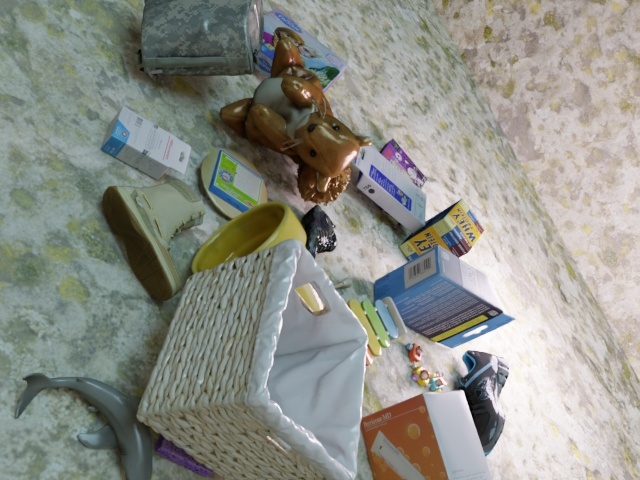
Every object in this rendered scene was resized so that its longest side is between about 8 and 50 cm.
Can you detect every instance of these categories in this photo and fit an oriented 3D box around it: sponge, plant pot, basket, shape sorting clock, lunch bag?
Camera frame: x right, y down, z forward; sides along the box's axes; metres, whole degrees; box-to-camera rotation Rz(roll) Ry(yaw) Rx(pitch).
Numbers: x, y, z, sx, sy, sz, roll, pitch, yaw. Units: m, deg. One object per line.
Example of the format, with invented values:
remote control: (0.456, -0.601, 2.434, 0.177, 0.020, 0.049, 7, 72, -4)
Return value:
sponge: (-0.232, 0.333, 1.144, 0.117, 0.031, 0.210, 38, 39, -23)
plant pot: (-0.117, 0.081, 1.311, 0.239, 0.254, 0.254, 57, 34, -25)
basket: (-0.099, 0.232, 1.077, 0.328, 0.266, 0.331, 55, 33, -38)
shape sorting clock: (-0.220, -0.141, 1.513, 0.206, 0.040, 0.206, 31, 44, -34)
lunch bag: (-0.302, -0.530, 1.509, 0.305, 0.213, 0.256, 0, 52, 1)

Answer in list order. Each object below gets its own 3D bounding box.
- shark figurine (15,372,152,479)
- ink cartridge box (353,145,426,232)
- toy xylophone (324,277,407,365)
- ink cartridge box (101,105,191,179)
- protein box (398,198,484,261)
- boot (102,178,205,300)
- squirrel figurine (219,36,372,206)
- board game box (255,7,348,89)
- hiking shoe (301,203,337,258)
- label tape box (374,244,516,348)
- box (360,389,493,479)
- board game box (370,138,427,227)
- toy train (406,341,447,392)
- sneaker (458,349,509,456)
shark figurine: (-0.353, 0.276, 0.991, 0.278, 0.116, 0.166, 46, 36, -15)
ink cartridge box: (0.215, -0.182, 1.933, 0.332, 0.065, 0.165, 39, 40, -22)
toy xylophone: (0.083, 0.210, 1.543, 0.322, 0.081, 0.236, -22, 79, -53)
ink cartridge box: (-0.397, -0.213, 1.357, 0.180, 0.060, 0.104, 30, 43, -29)
protein box: (0.404, -0.008, 1.962, 0.136, 0.199, 0.201, 54, 37, -1)
boot: (-0.321, -0.012, 1.265, 0.203, 0.095, 0.262, -19, 73, -53)
squirrel figurine: (-0.015, -0.274, 1.588, 0.370, 0.281, 0.397, 41, -6, 38)
board game box: (-0.093, -0.604, 1.937, 0.318, 0.066, 0.318, 37, 39, -5)
hiking shoe: (0.000, 0.000, 1.609, 0.114, 0.086, 0.227, 35, 40, -19)
label tape box: (0.366, 0.177, 1.737, 0.347, 0.249, 0.115, 28, 45, -31)
box: (0.258, 0.548, 1.364, 0.168, 0.215, 0.345, 11, 54, -42)
board game box: (0.262, -0.211, 2.093, 0.208, 0.056, 0.347, 44, 38, -7)
toy train: (0.314, 0.368, 1.705, 0.166, 0.046, 0.125, 41, 39, -18)
sneaker: (0.470, 0.480, 1.762, 0.139, 0.125, 0.341, 21, 45, 1)
